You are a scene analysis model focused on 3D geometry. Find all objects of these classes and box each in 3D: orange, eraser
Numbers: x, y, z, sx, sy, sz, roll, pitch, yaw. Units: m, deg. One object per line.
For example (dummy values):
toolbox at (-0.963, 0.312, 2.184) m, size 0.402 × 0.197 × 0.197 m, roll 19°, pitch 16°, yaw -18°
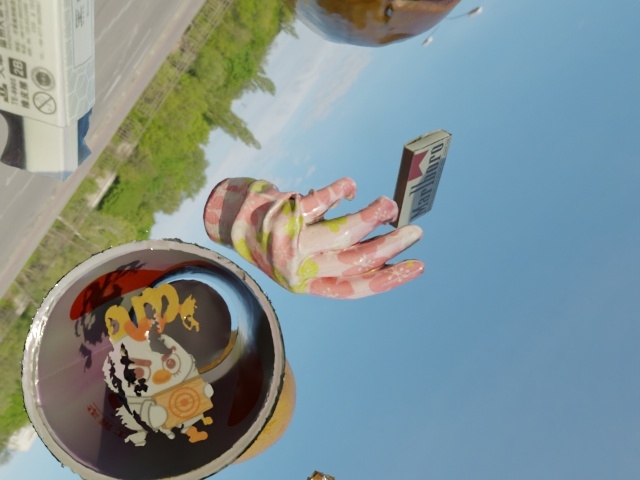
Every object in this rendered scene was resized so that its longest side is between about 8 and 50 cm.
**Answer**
orange at (-0.167, 0.289, 0.924) m, size 0.264 × 0.264 × 0.264 m, roll -44°, pitch -155°, yaw 27°
eraser at (-0.324, -0.265, 0.567) m, size 0.096 × 0.098 × 0.403 m, roll -82°, pitch -170°, yaw -52°

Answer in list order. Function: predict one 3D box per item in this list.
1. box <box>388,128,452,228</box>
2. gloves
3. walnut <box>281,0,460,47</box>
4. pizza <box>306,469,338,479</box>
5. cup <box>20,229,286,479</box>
box at (0.188, -0.116, 0.940) m, size 0.036 × 0.115 × 0.177 m, roll 38°, pitch -41°, yaw 33°
gloves at (-0.006, 0.004, 0.556) m, size 0.126 × 0.242 × 0.145 m, roll -40°, pitch 145°, yaw -51°
walnut at (0.038, -0.269, 0.331) m, size 0.208 × 0.209 × 0.336 m, roll -58°, pitch 166°, yaw -3°
pizza at (0.005, 0.456, 0.844) m, size 0.178 × 0.130 × 0.041 m, roll -30°, pitch -173°, yaw -10°
cup at (-0.151, 0.103, 0.515) m, size 0.202 × 0.203 × 0.288 m, roll -60°, pitch -173°, yaw -10°
